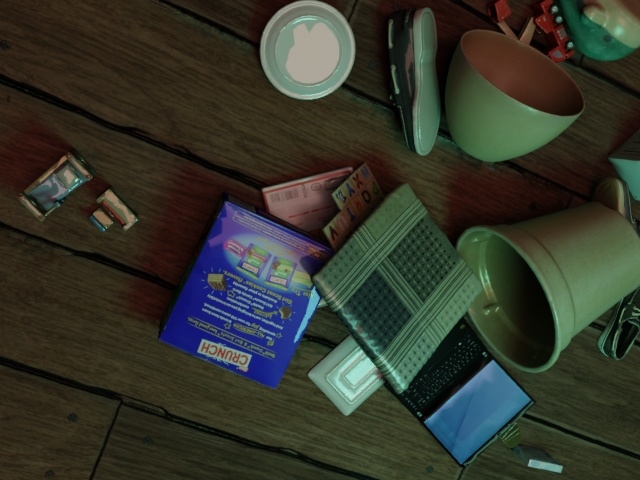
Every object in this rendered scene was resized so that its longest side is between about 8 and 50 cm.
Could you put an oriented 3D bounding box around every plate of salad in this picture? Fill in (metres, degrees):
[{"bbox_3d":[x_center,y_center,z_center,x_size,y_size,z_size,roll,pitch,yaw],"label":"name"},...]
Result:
[{"bbox_3d":[-0.027,-0.391,1.558,0.200,0.048,0.200,-4,111,-11],"label":"plate of salad"}]

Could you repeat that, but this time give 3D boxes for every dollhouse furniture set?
[{"bbox_3d":[-0.465,-0.066,1.471,0.129,0.129,0.184,-42,106,-3],"label":"dollhouse furniture set"}]

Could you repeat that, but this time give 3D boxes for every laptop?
[{"bbox_3d":[0.316,0.342,1.705,0.234,0.136,0.264,-42,130,-2],"label":"laptop"}]

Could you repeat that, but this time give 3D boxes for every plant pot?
[{"bbox_3d":[0.372,-0.277,1.577,0.284,0.284,0.191,16,132,-15],"label":"plant pot"},{"bbox_3d":[0.511,0.071,1.641,0.305,0.334,0.334,-22,104,-20],"label":"plant pot"}]

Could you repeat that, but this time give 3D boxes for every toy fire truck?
[{"bbox_3d":[0.460,-0.458,1.655,0.135,0.047,0.192,-31,105,-5],"label":"toy fire truck"}]

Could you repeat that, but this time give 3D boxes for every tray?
[{"bbox_3d":[0.116,0.263,1.711,0.270,0.030,0.145,-42,105,-3],"label":"tray"}]

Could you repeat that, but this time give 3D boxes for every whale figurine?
[{"bbox_3d":[0.572,-0.497,1.626,0.272,0.216,0.141,39,132,-4],"label":"whale figurine"}]

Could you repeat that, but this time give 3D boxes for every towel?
[{"bbox_3d":[0.162,0.089,1.546,0.324,0.056,0.312,-45,104,-28],"label":"towel"}]

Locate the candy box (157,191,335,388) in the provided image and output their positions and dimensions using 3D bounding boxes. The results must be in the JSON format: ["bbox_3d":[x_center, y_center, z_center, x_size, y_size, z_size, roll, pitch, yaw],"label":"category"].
[{"bbox_3d":[-0.147,0.103,1.560,0.268,0.122,0.317,26,96,-12],"label":"candy box"}]

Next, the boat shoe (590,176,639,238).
[{"bbox_3d":[0.693,-0.013,1.760,0.092,0.103,0.285,-11,106,-16],"label":"boat shoe"}]

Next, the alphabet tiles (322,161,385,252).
[{"bbox_3d":[0.088,-0.031,1.582,0.198,0.009,0.237,61,40,-15],"label":"alphabet tiles"}]

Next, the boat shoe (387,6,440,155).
[{"bbox_3d":[0.192,-0.332,1.597,0.114,0.091,0.302,-12,105,-55],"label":"boat shoe"}]

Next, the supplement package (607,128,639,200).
[{"bbox_3d":[0.813,-0.211,1.731,0.244,0.134,0.139,-41,105,-3],"label":"supplement package"}]

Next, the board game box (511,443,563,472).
[{"bbox_3d":[0.516,0.519,1.812,0.090,0.090,0.020,15,96,-14],"label":"board game box"}]

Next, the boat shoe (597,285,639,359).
[{"bbox_3d":[0.747,0.184,1.817,0.078,0.070,0.219,22,94,-15],"label":"boat shoe"}]

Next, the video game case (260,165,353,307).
[{"bbox_3d":[0.000,0.000,1.641,0.204,0.025,0.285,-15,102,-10],"label":"video game case"}]

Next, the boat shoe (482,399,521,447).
[{"bbox_3d":[0.427,0.430,1.805,0.056,0.048,0.153,-41,111,-1],"label":"boat shoe"}]
